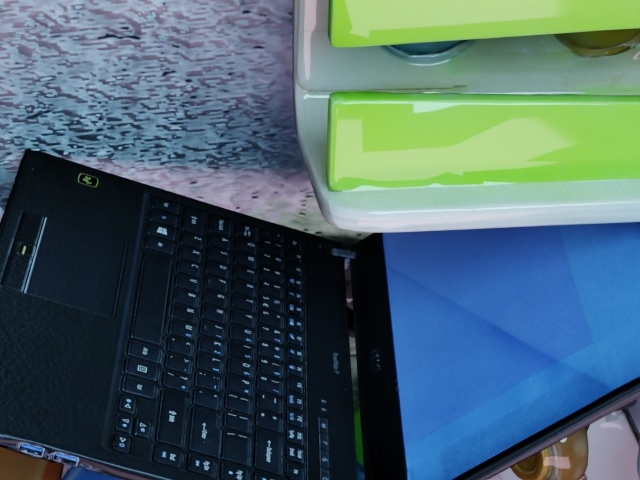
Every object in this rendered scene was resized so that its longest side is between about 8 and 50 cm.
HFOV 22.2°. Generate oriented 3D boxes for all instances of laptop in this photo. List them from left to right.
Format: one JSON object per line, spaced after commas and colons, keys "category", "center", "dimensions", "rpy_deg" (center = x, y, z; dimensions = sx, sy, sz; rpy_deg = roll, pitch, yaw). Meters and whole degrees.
{"category": "laptop", "center": [0.000, 0.000, 0.696], "dimensions": [0.264, 0.234, 0.136], "rpy_deg": [17, 116, -10]}

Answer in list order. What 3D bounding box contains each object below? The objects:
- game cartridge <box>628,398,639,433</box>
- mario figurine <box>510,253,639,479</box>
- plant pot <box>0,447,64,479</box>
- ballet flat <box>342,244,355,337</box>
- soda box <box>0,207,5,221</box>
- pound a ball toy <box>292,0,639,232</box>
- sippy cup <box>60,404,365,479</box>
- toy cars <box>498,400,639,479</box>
{"category": "game cartridge", "center": [0.300, 0.114, 1.073], "dimensions": [0.294, 0.060, 0.196], "rpy_deg": [23, 138, -36]}
{"category": "mario figurine", "center": [0.249, 0.045, 0.793], "dimensions": [0.321, 0.170, 0.198], "rpy_deg": [-14, -176, -24]}
{"category": "plant pot", "center": [-0.270, 0.201, 0.903], "dimensions": [0.204, 0.290, 0.291], "rpy_deg": [14, 141, -3]}
{"category": "ballet flat", "center": [-0.037, 0.029, 0.884], "dimensions": [0.173, 0.049, 0.057], "rpy_deg": [-1, 143, -10]}
{"category": "soda box", "center": [-0.184, 0.008, 0.783], "dimensions": [0.069, 0.074, 0.216], "rpy_deg": [-53, 143, -14]}
{"category": "pound a ball toy", "center": [0.153, -0.127, 0.669], "dimensions": [0.319, 0.135, 0.208], "rpy_deg": [-3, 119, -8]}
{"category": "sippy cup", "center": [-0.056, 0.195, 0.908], "dimensions": [0.240, 0.305, 0.224], "rpy_deg": [3, 161, 6]}
{"category": "toy cars", "center": [0.234, 0.141, 0.977], "dimensions": [0.394, 0.087, 0.176], "rpy_deg": [19, 123, -17]}
